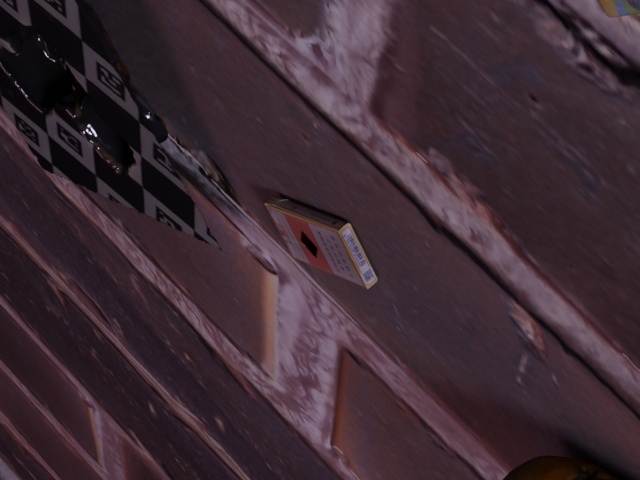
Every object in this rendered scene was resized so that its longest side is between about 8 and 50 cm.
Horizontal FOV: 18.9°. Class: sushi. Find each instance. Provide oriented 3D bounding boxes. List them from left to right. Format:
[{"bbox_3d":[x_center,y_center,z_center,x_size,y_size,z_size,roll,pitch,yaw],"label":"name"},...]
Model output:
[{"bbox_3d":[-0.163,-0.117,1.289,0.219,0.047,0.231,23,151,45],"label":"sushi"}]

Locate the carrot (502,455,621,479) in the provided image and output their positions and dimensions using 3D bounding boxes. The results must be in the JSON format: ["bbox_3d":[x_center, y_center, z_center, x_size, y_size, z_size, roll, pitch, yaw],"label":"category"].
[{"bbox_3d":[0.208,0.186,0.989,0.298,0.078,0.078,22,146,44],"label":"carrot"}]

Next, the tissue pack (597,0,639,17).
[{"bbox_3d":[0.125,-0.132,0.599,0.109,0.060,0.148,57,158,-19],"label":"tissue pack"}]

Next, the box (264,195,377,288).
[{"bbox_3d":[0.000,0.000,1.182,0.083,0.012,0.046,22,146,54],"label":"box"}]
